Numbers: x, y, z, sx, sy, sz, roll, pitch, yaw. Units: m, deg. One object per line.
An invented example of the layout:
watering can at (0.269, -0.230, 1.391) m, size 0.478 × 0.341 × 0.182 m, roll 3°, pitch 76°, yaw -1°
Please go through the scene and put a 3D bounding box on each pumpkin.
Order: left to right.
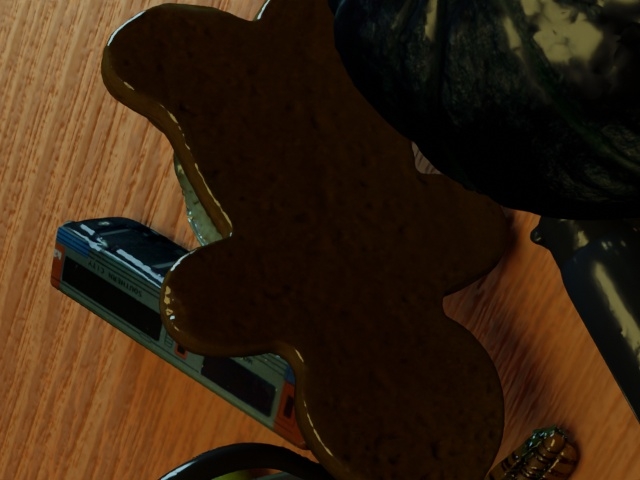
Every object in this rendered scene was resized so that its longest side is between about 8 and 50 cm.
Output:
pumpkin at (0.169, -0.188, 0.836) m, size 0.363 × 0.266 × 0.363 m, roll 8°, pitch 101°, yaw 44°

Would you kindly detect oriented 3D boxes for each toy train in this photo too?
toy train at (-0.088, 0.087, 1.202) m, size 0.409 × 0.086 × 0.089 m, roll 28°, pitch 112°, yaw 37°

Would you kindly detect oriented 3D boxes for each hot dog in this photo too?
hot dog at (0.151, 0.186, 1.025) m, size 0.049 × 0.037 × 0.122 m, roll 48°, pitch 124°, yaw 26°

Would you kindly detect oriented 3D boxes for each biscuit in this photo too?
biscuit at (0.000, 0.000, 1.003) m, size 0.432 × 0.283 × 0.064 m, roll 65°, pitch 155°, yaw 14°

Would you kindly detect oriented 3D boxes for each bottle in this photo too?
bottle at (0.230, 0.069, 0.921) m, size 0.082 × 0.072 × 0.244 m, roll -40°, pitch 66°, yaw 32°

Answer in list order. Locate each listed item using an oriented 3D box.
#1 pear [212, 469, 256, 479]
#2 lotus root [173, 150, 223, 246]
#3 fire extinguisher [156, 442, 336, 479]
pear at (-0.089, 0.241, 1.213) m, size 0.092 × 0.092 × 0.096 m, roll 9°, pitch 81°, yaw 42°
lotus root at (-0.046, -0.060, 1.165) m, size 0.203 × 0.078 × 0.183 m, roll 58°, pitch 137°, yaw 28°
fire extinguisher at (-0.061, 0.210, 0.987) m, size 0.113 × 0.376 × 0.200 m, roll 23°, pitch 110°, yaw 39°
